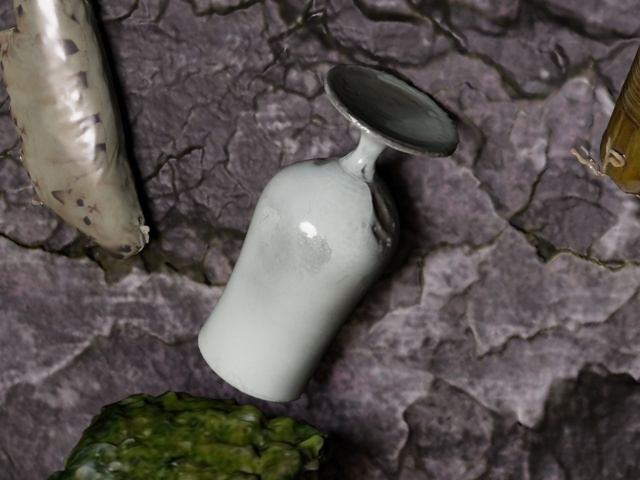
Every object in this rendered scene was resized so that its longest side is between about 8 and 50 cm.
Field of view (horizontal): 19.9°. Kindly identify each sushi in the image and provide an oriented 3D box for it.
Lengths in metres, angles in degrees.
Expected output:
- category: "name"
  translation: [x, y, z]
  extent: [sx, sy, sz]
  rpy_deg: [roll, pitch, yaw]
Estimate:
- category: "sushi"
  translation: [-0.114, 0.287, 1.260]
  extent: [0.178, 0.352, 0.294]
  rpy_deg: [13, 126, 20]

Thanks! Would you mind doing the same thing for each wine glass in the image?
- category: "wine glass"
  translation: [0.000, 0.000, 1.261]
  extent: [0.103, 0.103, 0.231]
  rpy_deg: [33, 119, 10]

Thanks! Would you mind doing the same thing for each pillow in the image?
- category: "pillow"
  translation: [-0.192, -0.098, 1.336]
  extent: [0.093, 0.051, 0.241]
  rpy_deg: [-8, 105, 24]

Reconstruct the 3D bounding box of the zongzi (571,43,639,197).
- category: "zongzi"
  translation: [0.273, -0.103, 1.149]
  extent: [0.187, 0.184, 0.084]
  rpy_deg: [105, 147, -54]
